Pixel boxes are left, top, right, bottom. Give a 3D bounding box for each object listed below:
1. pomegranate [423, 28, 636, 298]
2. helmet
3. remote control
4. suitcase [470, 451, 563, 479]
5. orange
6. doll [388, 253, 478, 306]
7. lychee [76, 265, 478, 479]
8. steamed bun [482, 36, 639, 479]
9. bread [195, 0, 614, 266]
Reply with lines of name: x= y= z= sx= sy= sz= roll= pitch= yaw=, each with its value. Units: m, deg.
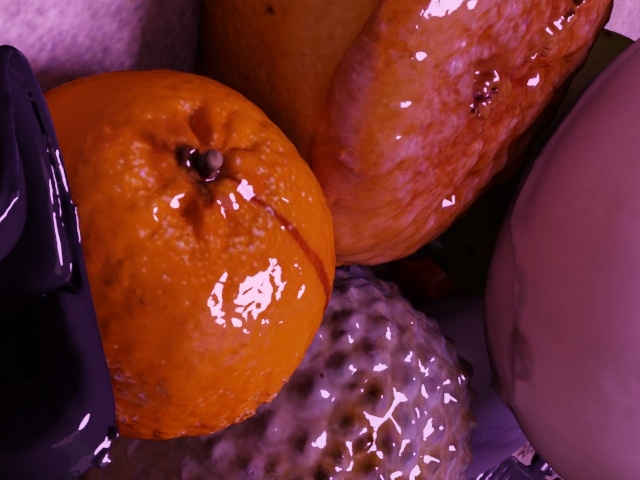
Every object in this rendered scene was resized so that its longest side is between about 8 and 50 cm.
pomegranate: x=0.195 y=-0.041 z=1.141 sx=0.236 sy=0.236 sz=0.302 roll=-55 pitch=141 yaw=-1
helmet: x=-0.178 y=0.015 z=0.548 sx=0.216 sy=0.193 sz=0.189 roll=-56 pitch=157 yaw=-29
remote control: x=0.108 y=0.137 z=1.245 sx=0.332 sy=0.103 sz=0.221 roll=6 pitch=128 yaw=-51
suitcase: x=0.081 y=0.292 z=1.409 sx=0.312 sy=0.202 sz=0.128 roll=-47 pitch=155 yaw=-20
orange: x=-0.083 y=0.004 z=0.724 sx=0.193 sy=0.193 sz=0.161 roll=-37 pitch=-173 yaw=-35
doll: x=0.194 y=-0.017 z=1.354 sx=0.336 sy=0.105 sz=0.199 roll=-35 pitch=149 yaw=-24
lychee: x=-0.029 y=0.136 z=0.935 sx=0.255 sy=0.255 sz=0.274 roll=-18 pitch=136 yaw=-55
steamed bun: x=0.299 y=0.028 z=0.934 sx=0.374 sy=0.241 sz=0.374 roll=-20 pitch=125 yaw=-32
bread: x=0.059 y=-0.134 z=0.849 sx=0.312 sy=0.172 sz=0.312 roll=-45 pitch=160 yaw=-22
